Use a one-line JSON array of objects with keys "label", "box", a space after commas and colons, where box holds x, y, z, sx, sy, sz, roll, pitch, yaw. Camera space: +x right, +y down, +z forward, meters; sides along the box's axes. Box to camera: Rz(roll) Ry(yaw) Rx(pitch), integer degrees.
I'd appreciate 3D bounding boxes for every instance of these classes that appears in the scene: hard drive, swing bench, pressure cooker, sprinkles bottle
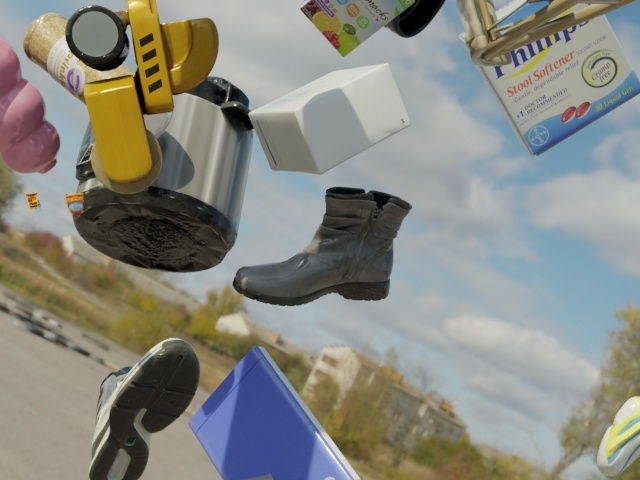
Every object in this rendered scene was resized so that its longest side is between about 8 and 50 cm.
[{"label": "hard drive", "box": [-0.093, 0.376, 1.578, 0.319, 0.210, 0.040, 49, 15, 33]}, {"label": "swing bench", "box": [0.271, -0.405, 1.222, 0.165, 0.253, 0.254, -12, -6, -42]}, {"label": "pressure cooker", "box": [-0.343, -0.178, 1.979, 0.369, 0.421, 0.375, 11, -26, -6]}, {"label": "sprinkles bottle", "box": [-0.453, -0.329, 1.779, 0.355, 0.121, 0.121, 38, -5, 26]}]

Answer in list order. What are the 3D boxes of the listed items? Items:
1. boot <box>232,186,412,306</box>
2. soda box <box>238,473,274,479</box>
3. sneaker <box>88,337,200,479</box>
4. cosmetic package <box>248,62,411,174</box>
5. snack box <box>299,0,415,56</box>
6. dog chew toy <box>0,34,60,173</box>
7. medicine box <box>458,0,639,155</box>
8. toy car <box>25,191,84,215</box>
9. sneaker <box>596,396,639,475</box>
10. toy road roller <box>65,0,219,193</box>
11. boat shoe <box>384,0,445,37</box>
[{"label": "boot", "box": [0.000, 0.000, 1.681, 0.338, 0.223, 0.118, -3, 27, -26]}, {"label": "soda box", "box": [-0.080, 0.479, 1.356, 0.098, 0.091, 0.286, -7, 19, -18]}, {"label": "sneaker", "box": [-0.436, 0.341, 2.054, 0.169, 0.448, 0.258, 17, 30, -30]}, {"label": "cosmetic package", "box": [0.015, -0.240, 1.739, 0.224, 0.224, 0.138, 14, -50, 61]}, {"label": "snack box", "box": [0.054, -0.347, 1.273, 0.141, 0.037, 0.100, -32, -65, 32]}, {"label": "dog chew toy", "box": [-0.670, -0.277, 1.825, 0.206, 0.206, 0.332, 12, -38, 56]}, {"label": "medicine box", "box": [0.478, -0.375, 1.844, 0.289, 0.263, 0.149, 55, 12, -15]}, {"label": "toy car", "box": [-0.500, -0.065, 1.665, 0.122, 0.041, 0.060, -6, -12, -34]}, {"label": "sneaker", "box": [0.477, 0.240, 1.172, 0.126, 0.240, 0.091, 37, 9, 29]}, {"label": "toy road roller", "box": [-0.281, -0.256, 1.483, 0.240, 0.330, 0.202, -11, 9, -9]}, {"label": "boat shoe", "box": [0.278, -0.658, 1.914, 0.186, 0.500, 0.156, 11, 38, -38]}]
